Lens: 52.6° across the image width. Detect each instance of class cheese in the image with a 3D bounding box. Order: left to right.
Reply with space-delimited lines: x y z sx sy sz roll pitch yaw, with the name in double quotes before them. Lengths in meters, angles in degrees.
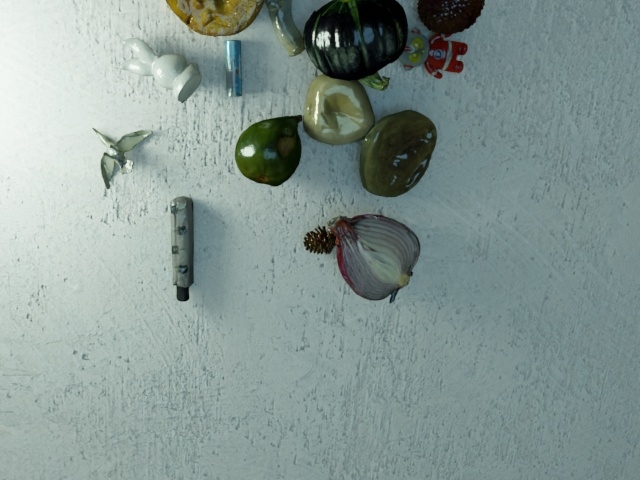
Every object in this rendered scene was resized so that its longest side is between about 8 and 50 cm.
"cheese" 0.050 -0.381 1.931 0.218 0.117 0.235 -44 110 7

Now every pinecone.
"pinecone" 0.001 0.004 2.063 0.110 0.102 0.102 -22 111 1

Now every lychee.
"lychee" 0.381 -0.682 1.866 0.188 0.188 0.188 -3 109 -9

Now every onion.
"onion" 0.139 0.016 2.059 0.349 0.159 0.267 43 85 -21

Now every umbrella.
"umbrella" -0.428 0.030 2.007 0.067 0.073 0.337 10 110 20

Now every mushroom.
"mushroom" -0.105 -0.659 1.827 0.096 0.099 0.277 -9 115 4

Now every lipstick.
"lipstick" -0.251 -0.497 1.874 0.048 0.048 0.157 -3 109 -9

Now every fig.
"fig" -0.137 -0.280 1.919 0.195 0.195 0.244 37 63 -19

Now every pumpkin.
"pumpkin" 0.103 -0.543 1.803 0.296 0.296 0.295 -3 109 -9

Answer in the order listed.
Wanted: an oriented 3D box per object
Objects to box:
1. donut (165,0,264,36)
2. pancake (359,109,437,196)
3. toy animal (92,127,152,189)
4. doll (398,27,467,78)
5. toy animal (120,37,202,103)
"donut" -0.290 -0.694 1.767 0.278 0.108 0.277 -3 109 -10
"pancake" 0.238 -0.262 2.006 0.295 0.049 0.294 -16 127 -23
"toy animal" -0.596 -0.267 1.866 0.219 0.095 0.155 -43 115 5
"doll" 0.319 -0.566 1.942 0.245 0.076 0.142 6 107 -17
"toy animal" -0.444 -0.491 1.831 0.221 0.131 0.103 35 135 6
